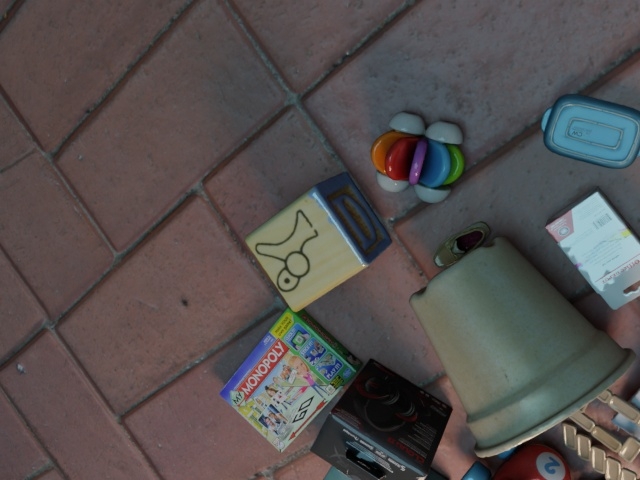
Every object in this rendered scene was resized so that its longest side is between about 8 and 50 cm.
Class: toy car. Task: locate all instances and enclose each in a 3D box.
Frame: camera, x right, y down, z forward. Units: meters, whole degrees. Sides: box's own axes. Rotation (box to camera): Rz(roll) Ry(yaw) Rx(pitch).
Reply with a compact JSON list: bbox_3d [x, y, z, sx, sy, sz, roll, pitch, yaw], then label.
[{"bbox_3d":[0.389,0.512,1.261,0.219,0.238,0.210,40,103,20],"label":"toy car"},{"bbox_3d":[0.183,-0.157,1.254,0.182,0.136,0.159,18,109,17],"label":"toy car"}]

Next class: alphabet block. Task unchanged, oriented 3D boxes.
[{"bbox_3d":[0.000,0.000,1.340,0.197,0.193,0.192,-34,88,26],"label":"alphabet block"}]

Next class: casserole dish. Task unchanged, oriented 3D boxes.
[{"bbox_3d":[0.493,-0.195,1.173,0.188,0.037,0.114,19,110,18],"label":"casserole dish"}]

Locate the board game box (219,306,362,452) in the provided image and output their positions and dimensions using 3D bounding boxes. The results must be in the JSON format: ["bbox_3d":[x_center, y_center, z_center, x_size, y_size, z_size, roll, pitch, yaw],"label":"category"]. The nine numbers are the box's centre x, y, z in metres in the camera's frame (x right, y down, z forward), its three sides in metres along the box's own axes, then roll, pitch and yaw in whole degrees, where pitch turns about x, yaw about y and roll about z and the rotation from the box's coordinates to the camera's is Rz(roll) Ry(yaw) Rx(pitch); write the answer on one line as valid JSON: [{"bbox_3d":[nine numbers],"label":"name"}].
[{"bbox_3d":[-0.077,0.328,1.540,0.213,0.046,0.317,41,115,7],"label":"board game box"}]

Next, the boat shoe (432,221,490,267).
[{"bbox_3d":[0.278,0.011,1.310,0.135,0.045,0.050,-42,86,26],"label":"boat shoe"}]

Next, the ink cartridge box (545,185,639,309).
[{"bbox_3d":[0.524,0.015,1.199,0.115,0.067,0.198,-39,86,26],"label":"ink cartridge box"}]

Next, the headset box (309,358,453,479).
[{"bbox_3d":[0.129,0.394,1.335,0.218,0.293,0.110,30,113,13],"label":"headset box"}]

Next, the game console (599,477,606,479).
[{"bbox_3d":[0.486,0.599,1.382,0.361,0.044,0.213,-37,88,25],"label":"game console"}]

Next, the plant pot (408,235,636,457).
[{"bbox_3d":[0.338,0.172,1.202,0.334,0.333,0.305,-40,76,26],"label":"plant pot"}]

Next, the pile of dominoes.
[{"bbox_3d":[0.592,0.392,1.250,0.251,0.040,0.196,38,135,32],"label":"pile of dominoes"}]

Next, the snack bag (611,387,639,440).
[{"bbox_3d":[0.708,0.327,1.105,0.323,0.037,0.343,35,144,25],"label":"snack bag"}]

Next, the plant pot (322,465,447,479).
[{"bbox_3d":[0.137,0.559,1.456,0.234,0.165,0.165,37,115,18],"label":"plant pot"}]
